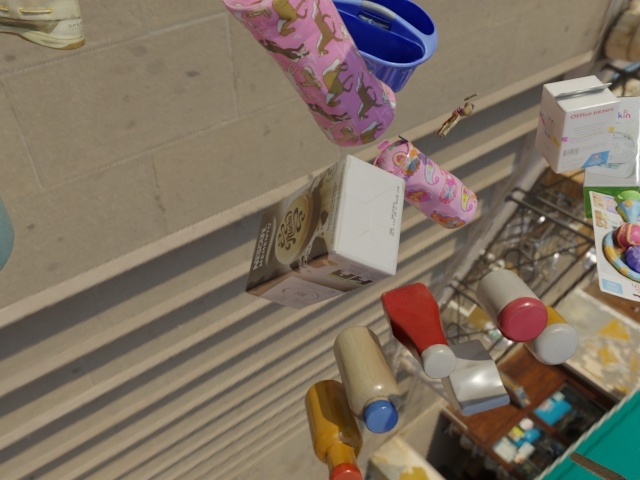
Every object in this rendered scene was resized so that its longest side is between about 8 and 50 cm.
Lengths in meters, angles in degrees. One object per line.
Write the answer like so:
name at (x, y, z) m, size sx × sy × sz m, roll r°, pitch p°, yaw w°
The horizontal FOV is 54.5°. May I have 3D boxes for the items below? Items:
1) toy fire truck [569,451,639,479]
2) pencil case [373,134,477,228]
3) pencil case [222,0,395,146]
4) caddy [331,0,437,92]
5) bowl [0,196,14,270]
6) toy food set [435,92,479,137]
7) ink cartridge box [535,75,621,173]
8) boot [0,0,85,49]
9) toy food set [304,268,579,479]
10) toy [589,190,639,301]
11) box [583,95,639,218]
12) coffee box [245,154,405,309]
toy fire truck at (0.447, 0.408, 0.837) m, size 0.159 × 0.246 × 0.217 m, roll -25°, pitch 118°, yaw 30°
pencil case at (0.250, -0.134, 1.482) m, size 0.284 × 0.124 × 0.124 m, roll 30°, pitch 97°, yaw -32°
pencil case at (-0.007, -0.326, 1.073) m, size 0.160 × 0.167 × 0.386 m, roll -59°, pitch 141°, yaw -11°
caddy at (0.133, -0.544, 1.624) m, size 0.179 × 0.342 × 0.241 m, roll 112°, pitch 1°, yaw -62°
bowl at (-0.775, -0.004, 1.296) m, size 0.311 × 0.311 × 0.163 m, roll -43°, pitch 155°, yaw -11°
toy food set at (0.281, -0.251, 1.284) m, size 0.019 × 0.078 × 0.122 m, roll 43°, pitch 83°, yaw -12°
ink cartridge box at (0.426, -0.201, 1.036) m, size 0.092 × 0.089 × 0.143 m, roll -11°, pitch 133°, yaw -2°
boot at (-0.528, -0.455, 1.053) m, size 0.095 × 0.262 × 0.203 m, roll -68°, pitch 175°, yaw -54°
toy food set at (0.099, 0.102, 0.482) m, size 0.233 × 0.104 × 0.111 m, roll -15°, pitch 115°, yaw -2°
toy at (0.530, 0.000, 1.033) m, size 0.056 × 0.137 × 0.237 m, roll 107°, pitch 0°, yaw -45°
box at (0.731, -0.198, 1.550) m, size 0.262 × 0.127 × 0.231 m, roll 32°, pitch 63°, yaw -62°
coffee box at (0.000, 0.000, 1.051) m, size 0.119 × 0.297 × 0.168 m, roll 21°, pitch 64°, yaw -26°
